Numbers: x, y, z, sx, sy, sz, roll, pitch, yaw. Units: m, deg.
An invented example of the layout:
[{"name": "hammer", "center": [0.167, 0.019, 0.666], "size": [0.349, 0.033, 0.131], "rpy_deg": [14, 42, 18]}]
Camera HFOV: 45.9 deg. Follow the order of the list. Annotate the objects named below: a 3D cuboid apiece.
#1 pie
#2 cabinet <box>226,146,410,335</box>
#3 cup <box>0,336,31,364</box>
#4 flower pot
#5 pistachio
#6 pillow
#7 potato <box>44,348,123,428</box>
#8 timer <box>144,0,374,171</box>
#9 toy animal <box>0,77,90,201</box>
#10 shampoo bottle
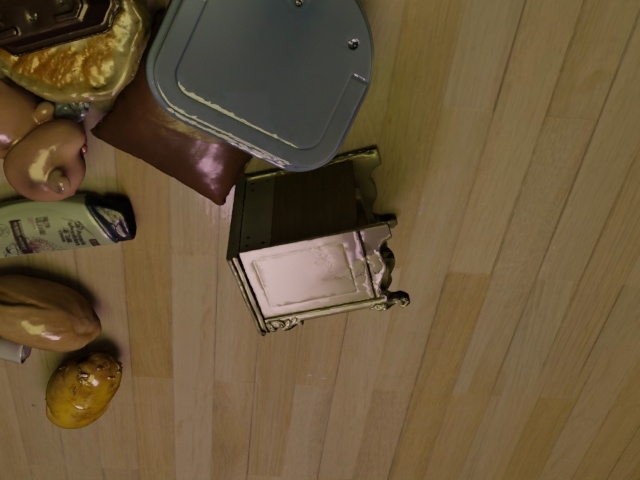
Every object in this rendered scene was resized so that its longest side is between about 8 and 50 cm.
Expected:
[{"name": "pie", "center": [-0.460, -0.402, 1.335], "size": [0.339, 0.077, 0.339], "rpy_deg": [1, 112, 4]}, {"name": "cabinet", "center": [0.000, 0.000, 1.566], "size": [0.317, 0.290, 0.227], "rpy_deg": [-12, 128, 8]}, {"name": "cup", "center": [-0.792, 0.253, 1.908], "size": [0.116, 0.074, 0.104], "rpy_deg": [12, 104, -5]}, {"name": "flower pot", "center": [-0.472, -0.406, 1.248], "size": [0.250, 0.084, 0.179], "rpy_deg": [-12, 111, 9]}, {"name": "pistachio", "center": [-0.662, 0.174, 1.782], "size": [0.293, 0.162, 0.181], "rpy_deg": [16, 158, -16]}, {"name": "pillow", "center": [-0.249, -0.246, 1.476], "size": [0.305, 0.108, 0.308], "rpy_deg": [29, 120, -18]}, {"name": "potato", "center": [-0.618, 0.386, 1.968], "size": [0.172, 0.140, 0.300], "rpy_deg": [17, 133, -24]}, {"name": "timer", "center": [-0.089, -0.339, 1.320], "size": [0.394, 0.173, 0.395], "rpy_deg": [-3, 104, -14]}, {"name": "toy animal", "center": [-0.562, -0.191, 1.452], "size": [0.221, 0.210, 0.230], "rpy_deg": [5, 95, -15]}, {"name": "shampoo bottle", "center": [-0.593, -0.038, 1.659], "size": [0.359, 0.078, 0.134], "rpy_deg": [-7, 127, 5]}]
